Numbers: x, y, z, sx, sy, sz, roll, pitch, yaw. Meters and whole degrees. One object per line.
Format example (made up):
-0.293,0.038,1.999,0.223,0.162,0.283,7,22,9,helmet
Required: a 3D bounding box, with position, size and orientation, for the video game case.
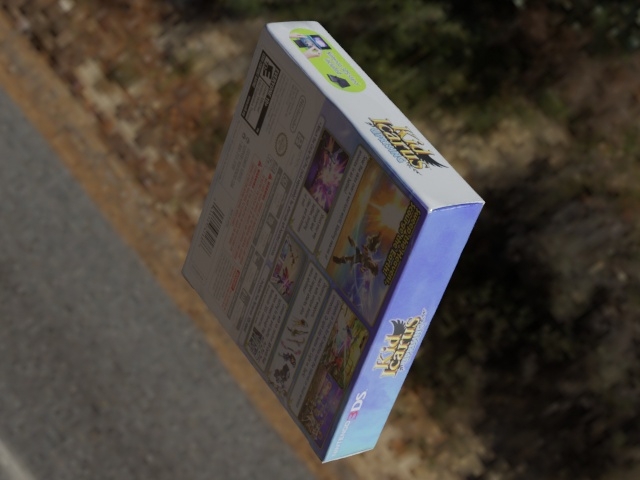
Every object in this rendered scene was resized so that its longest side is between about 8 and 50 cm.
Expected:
0.000,0.000,1.404,0.061,0.269,0.244,-8,45,-35,video game case
